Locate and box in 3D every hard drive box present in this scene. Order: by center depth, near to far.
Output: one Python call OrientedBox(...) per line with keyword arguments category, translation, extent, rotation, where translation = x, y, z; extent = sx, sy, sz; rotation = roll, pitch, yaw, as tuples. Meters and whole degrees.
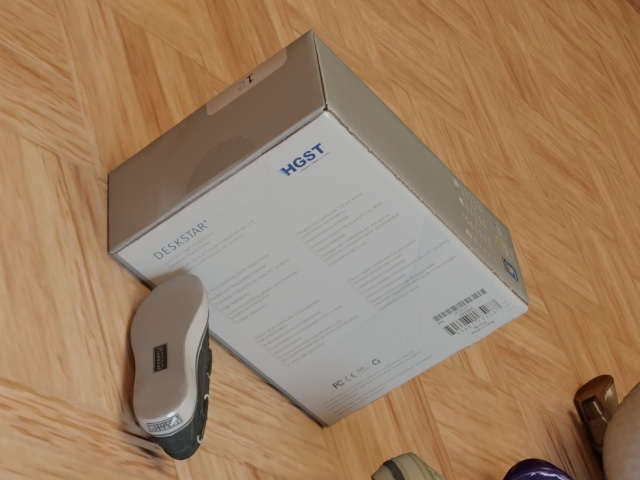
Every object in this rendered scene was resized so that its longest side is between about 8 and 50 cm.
OrientedBox(category="hard drive box", translation=(0.000, 0.000, 1.149), extent=(0.232, 0.181, 0.089), rotation=(43, 25, -35))

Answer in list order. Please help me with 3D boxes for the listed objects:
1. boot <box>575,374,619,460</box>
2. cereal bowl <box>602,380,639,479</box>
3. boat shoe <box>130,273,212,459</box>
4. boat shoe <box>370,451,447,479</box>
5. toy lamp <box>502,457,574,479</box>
OrientedBox(category="boot", translation=(0.297, 0.192, 1.738), extent=(0.087, 0.042, 0.118), rotation=(62, 22, -4))
OrientedBox(category="cereal bowl", translation=(0.386, 0.283, 1.587), extent=(0.339, 0.141, 0.339), rotation=(40, 12, -11))
OrientedBox(category="boat shoe", translation=(-0.089, 0.076, 1.040), extent=(0.142, 0.049, 0.040), rotation=(-89, 160, -53))
OrientedBox(category="boat shoe", translation=(0.080, 0.280, 0.978), extent=(0.187, 0.156, 0.500), rotation=(46, 10, -21))
OrientedBox(category="toy lamp", translation=(0.176, 0.236, 1.299), extent=(0.080, 0.080, 0.274), rotation=(54, 7, -9))
